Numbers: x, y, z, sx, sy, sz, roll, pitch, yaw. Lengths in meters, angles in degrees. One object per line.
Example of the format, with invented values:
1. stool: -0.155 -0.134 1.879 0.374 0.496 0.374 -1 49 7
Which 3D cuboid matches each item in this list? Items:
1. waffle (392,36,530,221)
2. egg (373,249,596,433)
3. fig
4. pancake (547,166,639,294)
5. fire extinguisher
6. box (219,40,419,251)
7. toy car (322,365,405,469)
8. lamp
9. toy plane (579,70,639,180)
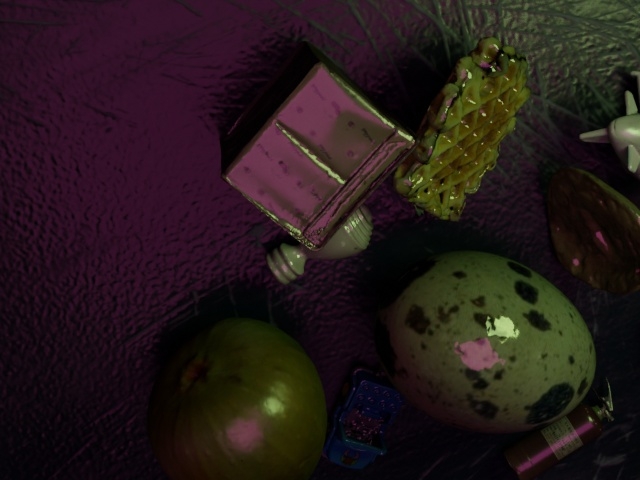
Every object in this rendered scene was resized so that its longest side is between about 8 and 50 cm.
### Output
1. waffle: 0.223 -0.169 1.813 0.073 0.317 0.297 33 95 22
2. egg: 0.267 0.169 1.890 0.379 0.287 0.288 23 102 -9
3. fig: -0.120 0.295 1.895 0.316 0.316 0.316 -2 106 -6
4. pancake: 0.451 -0.020 1.899 0.050 0.242 0.242 -30 109 -25
5. fire extinguisher: 0.427 0.331 2.075 0.231 0.071 0.099 -35 79 3
6. box: -0.014 -0.150 1.764 0.190 0.297 0.225 40 98 -12
7. toy car: 0.074 0.313 2.006 0.097 0.100 0.191 20 107 -16
8. lamp: 0.000 0.000 1.910 0.193 0.106 0.106 -34 107 11
9. toy plane: 0.528 -0.146 1.884 0.122 0.267 0.267 -8 112 38
